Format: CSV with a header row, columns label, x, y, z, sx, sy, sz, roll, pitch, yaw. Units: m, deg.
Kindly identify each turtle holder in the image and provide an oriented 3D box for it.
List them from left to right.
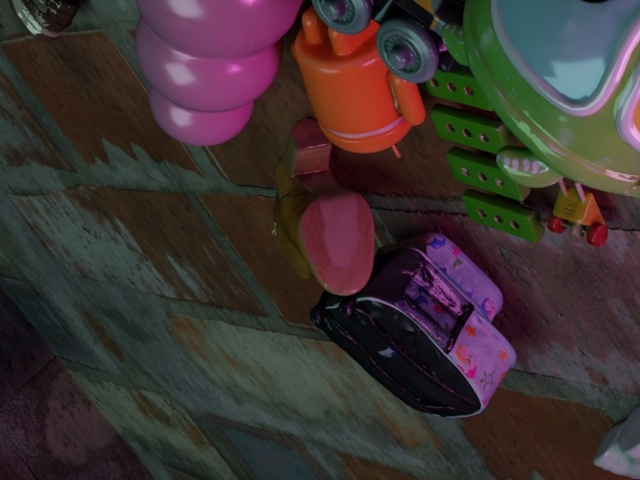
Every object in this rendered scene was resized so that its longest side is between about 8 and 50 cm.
label,x,y,z,sx,sy,sz,roll,pitch,yaw
turtle holder,0.263,-0.159,1.207,0.243,0.320,0.227,10,144,-20

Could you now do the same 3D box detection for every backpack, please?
label,x,y,z,sx,sy,sz,roll,pitch,yaw
backpack,0.141,0.121,1.938,0.253,0.191,0.225,47,153,-12

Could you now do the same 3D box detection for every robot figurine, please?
label,x,y,z,sx,sy,sz,roll,pitch,yaw
robot figurine,0.043,-0.194,1.673,0.158,0.128,0.219,-6,136,13

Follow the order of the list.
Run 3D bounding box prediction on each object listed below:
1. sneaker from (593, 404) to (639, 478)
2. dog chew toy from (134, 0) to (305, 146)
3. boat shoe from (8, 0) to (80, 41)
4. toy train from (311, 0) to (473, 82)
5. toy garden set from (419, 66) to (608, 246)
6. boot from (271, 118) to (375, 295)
label,x,y,z,sx,sy,sz,roll,pitch,yaw
sneaker,0.441,0.276,1.884,0.094,0.080,0.212,30,161,3
dog chew toy,-0.129,-0.248,1.678,0.206,0.206,0.332,34,137,21
boat shoe,-0.457,-0.429,2.145,0.095,0.095,0.257,-36,98,31
toy train,0.063,-0.308,1.462,0.334,0.142,0.190,39,146,10
toy garden set,0.229,-0.102,1.632,0.203,0.049,0.244,22,146,44
boot,-0.001,0.000,1.954,0.211,0.104,0.295,101,159,-53
